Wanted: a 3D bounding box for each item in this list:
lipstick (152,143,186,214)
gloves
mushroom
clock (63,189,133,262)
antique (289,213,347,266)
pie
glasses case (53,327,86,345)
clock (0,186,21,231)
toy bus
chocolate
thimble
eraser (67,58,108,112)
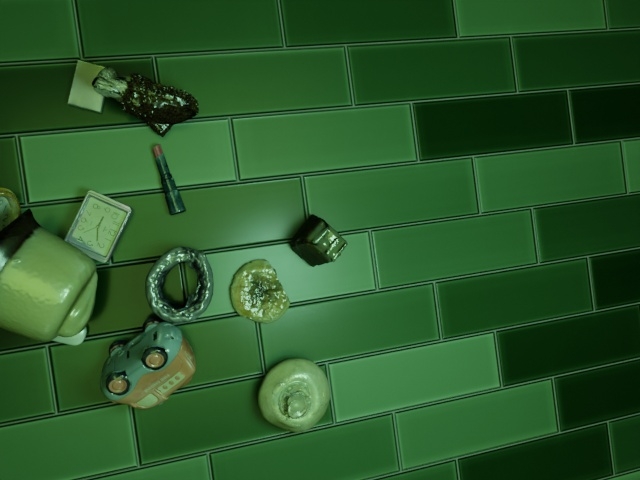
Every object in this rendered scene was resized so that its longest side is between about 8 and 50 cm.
[{"bbox_3d":[-0.500,-0.202,1.828,0.053,0.053,0.234,-17,92,-13],"label":"lipstick"},{"bbox_3d":[-0.541,-0.437,1.755,0.312,0.210,0.135,15,71,-6],"label":"gloves"},{"bbox_3d":[-0.087,0.518,1.845,0.246,0.202,0.246,0,95,-4],"label":"mushroom"},{"bbox_3d":[-0.706,-0.045,1.771,0.150,0.063,0.197,26,84,-13],"label":"clock"},{"bbox_3d":[0.000,0.000,1.824,0.125,0.284,0.150,40,82,-10],"label":"antique"},{"bbox_3d":[-0.212,0.181,1.893,0.185,0.052,0.218,-31,94,-6],"label":"pie"},{"bbox_3d":[-0.833,0.274,1.744,0.193,0.049,0.074,17,82,-11],"label":"glasses case"},{"bbox_3d":[-1.019,-0.022,1.612,0.200,0.244,0.317,21,81,3],"label":"clock"},{"bbox_3d":[-0.525,0.399,1.742,0.287,0.194,0.232,-37,122,1],"label":"toy bus"},{"bbox_3d":[-0.795,0.122,1.618,0.297,0.314,0.326,19,114,-10],"label":"chocolate"},{"bbox_3d":[-0.444,0.140,1.783,0.217,0.157,0.246,19,85,-13],"label":"thimble"},{"bbox_3d":[-0.738,-0.493,1.787,0.103,0.023,0.150,12,87,-12],"label":"eraser"}]
